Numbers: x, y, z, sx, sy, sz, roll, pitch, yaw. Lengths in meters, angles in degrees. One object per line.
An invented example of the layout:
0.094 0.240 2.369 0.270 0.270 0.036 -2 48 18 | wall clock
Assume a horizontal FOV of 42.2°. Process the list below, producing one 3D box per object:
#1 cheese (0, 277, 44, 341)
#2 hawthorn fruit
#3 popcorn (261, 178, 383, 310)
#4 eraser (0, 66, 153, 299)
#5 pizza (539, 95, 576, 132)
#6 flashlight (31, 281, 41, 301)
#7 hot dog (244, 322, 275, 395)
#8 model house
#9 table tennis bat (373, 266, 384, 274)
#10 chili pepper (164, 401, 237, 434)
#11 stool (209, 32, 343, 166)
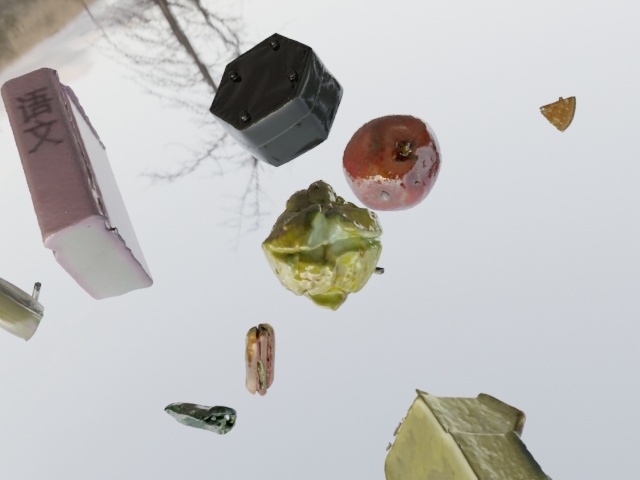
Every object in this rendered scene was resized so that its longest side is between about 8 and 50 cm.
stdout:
-0.411 0.048 0.967 0.037 0.192 0.097 -54 -161 -2 | cheese
0.195 -0.212 2.216 0.275 0.275 0.300 -35 177 -15 | hawthorn fruit
-0.004 0.002 1.819 0.276 0.226 0.276 15 -155 -7 | popcorn
-0.442 -0.095 1.507 0.122 0.272 0.359 -23 -119 -5 | eraser
0.517 -0.281 1.809 0.078 0.025 0.083 23 -84 29 | pizza
-0.816 0.153 2.380 0.018 0.083 0.018 -10 -129 -38 | flashlight
-0.152 0.314 2.133 0.092 0.236 0.062 -29 -135 -35 | hot dog
0.319 0.486 1.691 0.266 0.261 0.321 2 -147 -29 | model house
0.086 0.061 1.969 0.158 0.014 0.095 10 -157 44 | table tennis bat
-0.307 0.432 2.062 0.216 0.108 0.062 -1 -120 33 | chili pepper
-0.084 -0.262 1.548 0.232 0.141 0.232 -17 -127 25 | stool
